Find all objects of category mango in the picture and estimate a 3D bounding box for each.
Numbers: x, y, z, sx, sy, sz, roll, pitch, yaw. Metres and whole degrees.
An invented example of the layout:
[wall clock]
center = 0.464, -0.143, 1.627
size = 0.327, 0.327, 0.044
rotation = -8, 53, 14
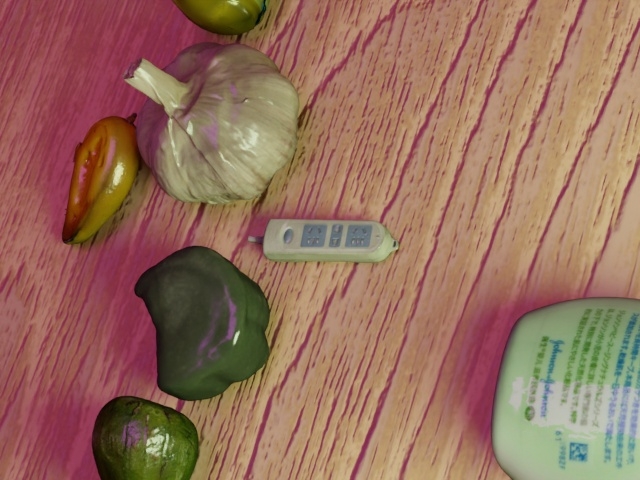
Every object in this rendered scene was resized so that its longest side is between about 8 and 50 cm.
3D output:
[mango]
center = -0.274, -0.076, 1.962
size = 0.101, 0.066, 0.187
rotation = 29, 96, 53

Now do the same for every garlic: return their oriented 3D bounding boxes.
[garlic]
center = -0.147, -0.154, 1.857
size = 0.218, 0.212, 0.219
rotation = -13, 63, 28

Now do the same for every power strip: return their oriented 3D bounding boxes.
[power strip]
center = 0.000, 0.000, 1.822
size = 0.191, 0.030, 0.047
rotation = 1, 68, 26

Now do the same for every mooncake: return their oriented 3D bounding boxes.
[mooncake]
center = -0.140, 0.098, 1.804
size = 0.168, 0.104, 0.175
rotation = 9, 75, 26

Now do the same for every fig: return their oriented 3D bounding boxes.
[fig]
center = -0.204, 0.256, 1.759
size = 0.123, 0.123, 0.156
rotation = 16, 88, 31

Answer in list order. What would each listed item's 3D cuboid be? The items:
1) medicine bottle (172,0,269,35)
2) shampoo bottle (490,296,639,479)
[medicine bottle]
center = -0.102, -0.375, 1.990
size = 0.124, 0.124, 0.239
rotation = 9, 73, 29
[shampoo bottle]
center = 0.350, 0.166, 1.504
size = 0.349, 0.151, 0.222
rotation = 3, 64, 28
